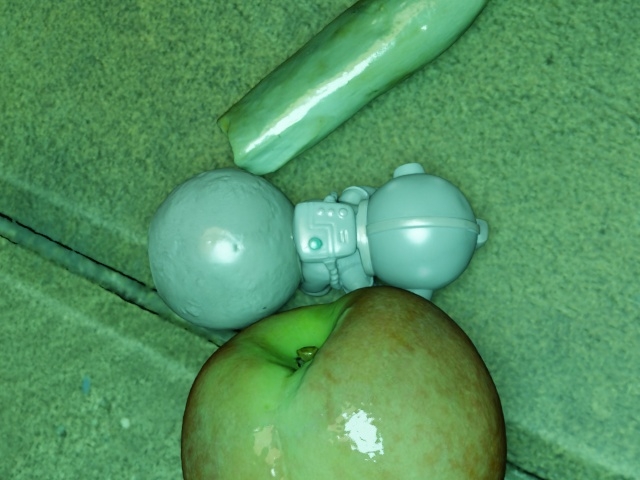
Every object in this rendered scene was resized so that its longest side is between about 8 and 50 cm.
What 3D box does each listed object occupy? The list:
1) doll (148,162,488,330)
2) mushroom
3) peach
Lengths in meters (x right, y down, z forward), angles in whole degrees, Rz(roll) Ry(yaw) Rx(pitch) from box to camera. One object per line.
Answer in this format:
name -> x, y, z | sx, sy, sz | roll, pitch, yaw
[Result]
doll -> 0.000, 0.000, 0.963 | 0.287, 0.151, 0.151 | -5, 77, 10
mushroom -> 0.043, -0.173, 1.018 | 0.312, 0.081, 0.100 | -39, 29, 4
peach -> 0.023, 0.164, 0.872 | 0.252, 0.252, 0.252 | -3, 77, 13
